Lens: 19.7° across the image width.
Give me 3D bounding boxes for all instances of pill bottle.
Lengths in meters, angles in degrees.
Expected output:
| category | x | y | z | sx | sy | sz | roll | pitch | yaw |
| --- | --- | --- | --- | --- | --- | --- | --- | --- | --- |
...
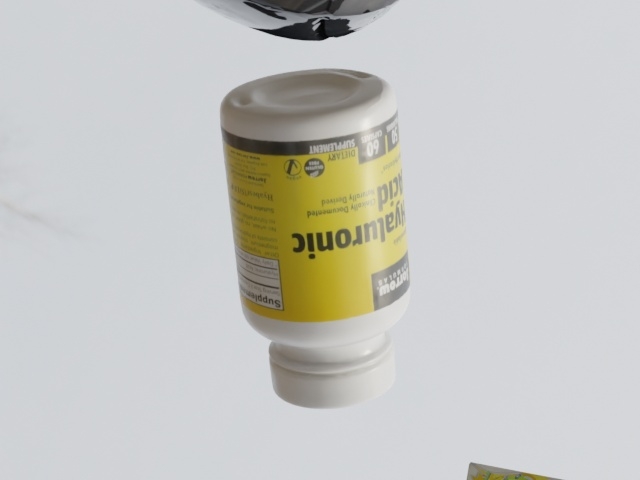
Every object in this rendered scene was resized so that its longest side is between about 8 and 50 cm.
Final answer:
| category | x | y | z | sx | sy | sz | roll | pitch | yaw |
| --- | --- | --- | --- | --- | --- | --- | --- | --- | --- |
| pill bottle | 0.000 | 0.000 | 0.680 | 0.065 | 0.065 | 0.116 | 18 | -58 | 45 |

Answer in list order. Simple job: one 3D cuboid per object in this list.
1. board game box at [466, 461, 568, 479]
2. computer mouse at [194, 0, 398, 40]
| category | x | y | z | sx | sy | sz | roll | pitch | yaw |
| --- | --- | --- | --- | --- | --- | --- | --- | --- | --- |
| board game box | 0.109 | 0.159 | 0.838 | 0.103 | 0.154 | 0.026 | 9 | -127 | 6 |
| computer mouse | 0.043 | -0.109 | 0.531 | 0.060 | 0.184 | 0.262 | -59 | -175 | 43 |
